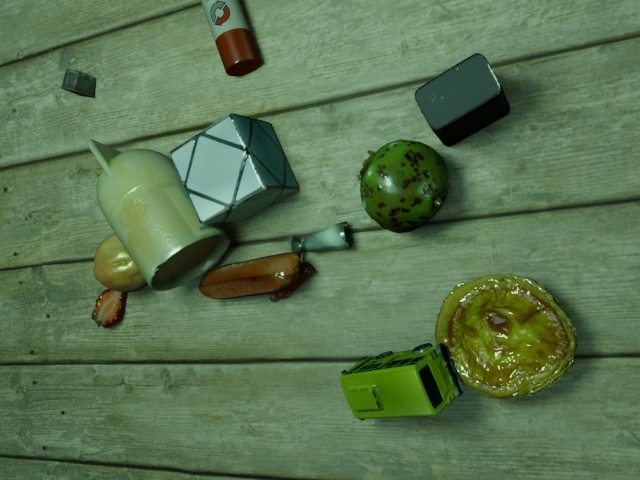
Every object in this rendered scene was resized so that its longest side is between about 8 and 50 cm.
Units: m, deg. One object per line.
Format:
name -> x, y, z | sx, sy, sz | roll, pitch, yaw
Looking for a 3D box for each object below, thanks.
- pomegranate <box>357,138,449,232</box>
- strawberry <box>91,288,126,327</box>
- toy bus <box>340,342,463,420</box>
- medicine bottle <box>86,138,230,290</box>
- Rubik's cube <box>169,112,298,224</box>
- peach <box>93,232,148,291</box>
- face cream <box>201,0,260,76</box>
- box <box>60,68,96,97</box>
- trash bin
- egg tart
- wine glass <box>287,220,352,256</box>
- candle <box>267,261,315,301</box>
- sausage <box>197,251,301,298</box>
pomegranate -> 0.169, -0.130, 1.165 | 0.263, 0.211, 0.211 | 31, 107, 41
strawberry -> -0.641, 0.202, 1.581 | 0.104, 0.048, 0.152 | 40, 94, 20
toy bus -> 0.173, 0.330, 1.185 | 0.262, 0.150, 0.128 | -25, 88, 46
medicine bottle -> -0.446, -0.093, 1.364 | 0.236, 0.236, 0.406 | -42, 74, 19
Rubik's cube -> -0.211, -0.173, 1.294 | 0.207, 0.205, 0.205 | -25, 86, 20
peach -> -0.556, 0.061, 1.469 | 0.184, 0.184, 0.184 | 2, 96, 21
face cream -> -0.233, -0.543, 1.325 | 0.096, 0.096, 0.214 | -20, 88, 22
box -> -0.714, -0.466, 1.526 | 0.060, 0.085, 0.063 | 15, 95, 20
trash bin -> 0.297, -0.288, 1.076 | 0.165, 0.225, 0.115 | -28, 86, 21
egg tart -> 0.405, 0.205, 1.141 | 0.295, 0.116, 0.294 | 3, 99, 22
wine glass -> 0.000, 0.000, 1.299 | 0.155, 0.072, 0.072 | -14, 90, 21
candle -> -0.084, 0.113, 1.353 | 0.048, 0.053, 0.162 | 37, 115, -24
sausage -> -0.184, 0.098, 1.350 | 0.330, 0.102, 0.102 | -11, 91, 33
